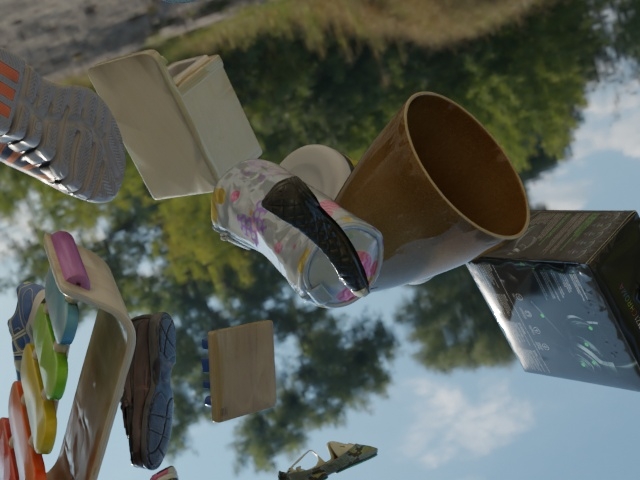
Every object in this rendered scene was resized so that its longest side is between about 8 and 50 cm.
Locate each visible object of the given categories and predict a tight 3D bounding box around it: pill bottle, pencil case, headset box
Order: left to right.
[{"bbox_3d":[-0.036,-0.013,1.394,0.124,0.114,0.273,-33,-145,-18],"label":"pencil case"},{"bbox_3d":[0.074,-0.030,1.926,0.187,0.188,0.334,-5,161,42],"label":"pill bottle"},{"bbox_3d":[0.392,0.085,1.655,0.131,0.246,0.283,-42,-158,-25],"label":"headset box"}]

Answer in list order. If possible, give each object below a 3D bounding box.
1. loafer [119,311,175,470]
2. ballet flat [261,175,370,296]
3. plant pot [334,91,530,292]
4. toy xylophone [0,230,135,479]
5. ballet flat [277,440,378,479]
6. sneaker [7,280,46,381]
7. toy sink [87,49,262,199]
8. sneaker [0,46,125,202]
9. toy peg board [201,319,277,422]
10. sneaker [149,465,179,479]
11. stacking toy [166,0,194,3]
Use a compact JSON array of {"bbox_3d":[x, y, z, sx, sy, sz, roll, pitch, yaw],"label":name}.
[{"bbox_3d":[-0.335,0.284,2.078,0.095,0.303,0.109,-6,157,18],"label":"loafer"},{"bbox_3d":[0.000,0.000,1.187,0.049,0.173,0.057,-34,-152,9],"label":"ballet flat"},{"bbox_3d":[0.117,-0.039,1.534,0.254,0.237,0.237,-38,-176,34],"label":"plant pot"},{"bbox_3d":[-0.261,0.146,1.071,0.081,0.323,0.236,10,-167,-26],"label":"toy xylophone"},{"bbox_3d":[0.010,0.387,1.922,0.188,0.070,0.070,-24,-164,-18],"label":"ballet flat"},{"bbox_3d":[-0.450,0.157,1.740,0.081,0.211,0.080,32,-150,28],"label":"sneaker"},{"bbox_3d":[-0.217,-0.198,1.674,0.152,0.234,0.131,-6,-150,40],"label":"toy sink"},{"bbox_3d":[-0.374,-0.138,1.298,0.180,0.321,0.125,1,-111,26],"label":"sneaker"},{"bbox_3d":[-0.163,0.233,1.993,0.079,0.161,0.160,0,-176,38],"label":"toy peg board"},{"bbox_3d":[-0.278,0.498,2.005,0.072,0.178,0.077,-19,-134,-21],"label":"sneaker"},{"bbox_3d":[-0.223,-0.487,1.477,0.279,0.309,0.130,17,-159,-17],"label":"stacking toy"}]
